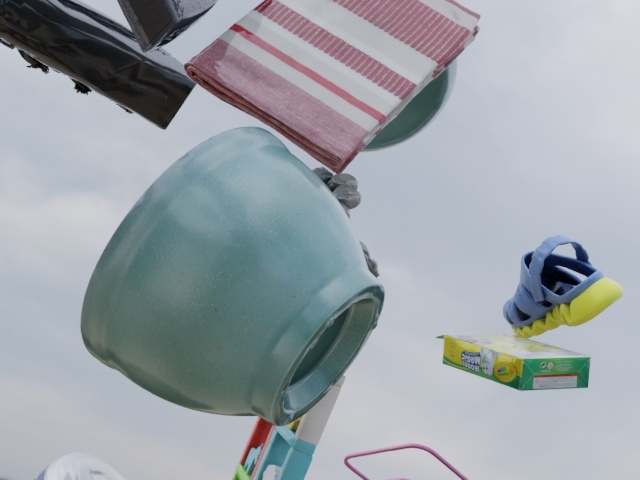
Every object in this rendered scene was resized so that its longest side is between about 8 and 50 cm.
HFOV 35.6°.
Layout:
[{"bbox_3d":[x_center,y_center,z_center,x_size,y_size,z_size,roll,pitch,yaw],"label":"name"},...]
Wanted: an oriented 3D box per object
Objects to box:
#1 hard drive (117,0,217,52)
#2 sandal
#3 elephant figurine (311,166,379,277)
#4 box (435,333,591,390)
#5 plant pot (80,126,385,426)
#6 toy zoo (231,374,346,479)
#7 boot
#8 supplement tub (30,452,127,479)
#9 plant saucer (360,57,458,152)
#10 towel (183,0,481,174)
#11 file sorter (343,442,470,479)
[{"bbox_3d":[-0.173,-0.309,1.080,0.054,0.254,0.172,-19,-70,15],"label":"hard drive"},{"bbox_3d":[0.375,0.073,1.631,0.138,0.126,0.317,57,-18,5],"label":"sandal"},{"bbox_3d":[0.000,0.000,1.843,0.186,0.169,0.239,19,-45,20],"label":"elephant figurine"},{"bbox_3d":[0.226,0.143,1.209,0.105,0.043,0.179,2,6,-27],"label":"box"},{"bbox_3d":[-0.062,0.060,0.997,0.196,0.293,0.293,35,-14,21],"label":"plant pot"},{"bbox_3d":[-0.044,0.239,1.258,0.030,0.293,0.192,23,-3,-15],"label":"toy zoo"},{"bbox_3d":[-0.426,-0.361,1.475,0.445,0.367,0.146,20,-61,-40],"label":"boot"},{"bbox_3d":[-0.367,0.451,1.256,0.235,0.325,0.235,51,1,-1],"label":"supplement tub"},{"bbox_3d":[0.104,-0.279,1.801,0.318,0.043,0.317,-9,-47,-10],"label":"plant saucer"},{"bbox_3d":[0.024,-0.242,1.250,0.237,0.329,0.037,35,-32,15],"label":"towel"},{"bbox_3d":[0.112,0.489,1.569,0.202,0.290,0.182,-21,-52,41],"label":"file sorter"}]
